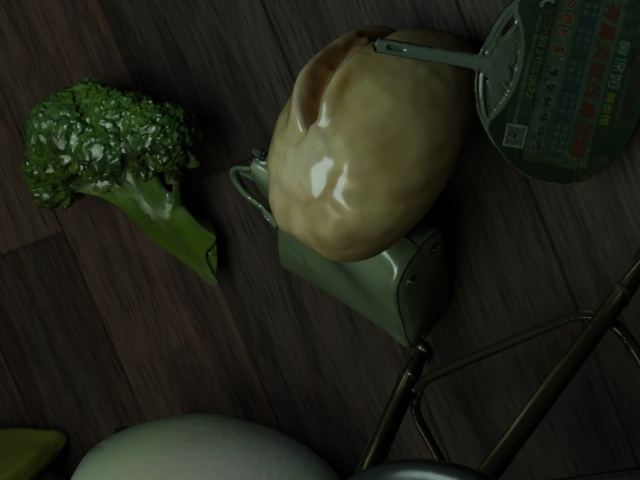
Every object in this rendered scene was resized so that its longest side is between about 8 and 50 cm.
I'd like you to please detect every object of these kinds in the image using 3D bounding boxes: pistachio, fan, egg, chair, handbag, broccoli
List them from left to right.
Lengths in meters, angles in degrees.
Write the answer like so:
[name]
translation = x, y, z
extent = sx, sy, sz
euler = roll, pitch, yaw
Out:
[broccoli]
translation = -0.238, -0.113, 1.658
extent = 0.302, 0.186, 0.254
euler = 18, 144, -4
[egg]
translation = -0.113, 0.396, 1.657
extent = 0.339, 0.354, 0.355
euler = -11, 102, 25
[handbag]
translation = 0.000, 0.000, 1.529
extent = 0.315, 0.109, 0.241
euler = 25, 154, 24
[pistachio]
translation = 0.066, -0.115, 1.351
extent = 0.193, 0.318, 0.214
euler = 7, 132, 39
[chair]
translation = 0.216, 0.290, 1.340
extent = 0.362, 0.410, 0.365
euler = -28, 92, 38
[fan]
translation = 0.216, -0.149, 1.292
extent = 0.012, 0.294, 0.223
euler = -130, 21, -65

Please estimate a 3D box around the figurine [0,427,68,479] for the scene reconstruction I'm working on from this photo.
[figurine]
translation = -0.537, 0.508, 2.042
extent = 0.361, 0.266, 0.378
euler = 2, 109, 40
